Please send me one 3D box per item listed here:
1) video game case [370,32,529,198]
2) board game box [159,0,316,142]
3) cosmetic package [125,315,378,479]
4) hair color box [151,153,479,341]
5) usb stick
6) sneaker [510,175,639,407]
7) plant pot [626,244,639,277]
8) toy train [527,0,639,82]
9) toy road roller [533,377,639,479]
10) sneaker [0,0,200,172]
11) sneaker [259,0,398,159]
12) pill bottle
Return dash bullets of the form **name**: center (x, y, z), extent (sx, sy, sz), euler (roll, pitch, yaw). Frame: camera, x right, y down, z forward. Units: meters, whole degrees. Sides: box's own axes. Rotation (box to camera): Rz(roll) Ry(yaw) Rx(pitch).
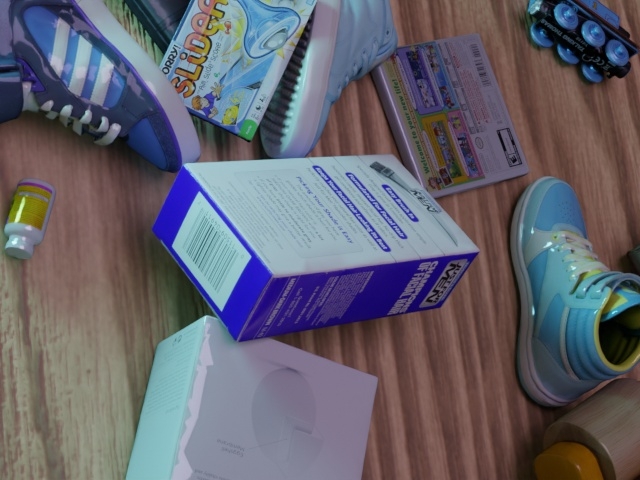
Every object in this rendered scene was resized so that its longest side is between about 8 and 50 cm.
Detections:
- **video game case**: center (0.174, -0.169, 1.867), extent (0.193, 0.023, 0.212), euler (-15, 82, -34)
- **board game box**: center (-0.102, -0.235, 1.635), extent (0.136, 0.035, 0.201), euler (25, 88, -7)
- **cosmetic package**: center (-0.078, 0.234, 1.505), extent (0.224, 0.138, 0.224), euler (23, 61, -23)
- **hair color box**: center (0.000, 0.000, 1.574), extent (0.339, 0.110, 0.185), euler (-7, 47, -43)
- **usb stick**: center (-0.213, -0.314, 1.668), extent (0.077, 0.045, 0.278), euler (-39, 95, -34)
- **sneaker**: center (0.352, 0.045, 1.789), extent (0.127, 0.208, 0.318), euler (8, 69, -27)
- **plant pot**: center (0.524, 0.053, 1.928), extent (0.167, 0.167, 0.165), euler (-29, 82, -35)
- **toy train**: center (0.383, -0.310, 2.011), extent (0.184, 0.080, 0.105), euler (30, 54, -19)
- **toy road roller**: center (0.441, 0.341, 1.701), extent (0.202, 0.241, 0.329), euler (-28, 100, -35)
- **sneaker**: center (-0.311, -0.153, 1.522), extent (0.236, 0.130, 0.322), euler (-42, 105, -21)
- **sneaker**: center (0.032, -0.246, 1.740), extent (0.150, 0.135, 0.365), euler (23, 64, -20)
- **pill bottle**: center (-0.319, -0.023, 1.505), extent (0.043, 0.043, 0.083), euler (22, 63, -23)
